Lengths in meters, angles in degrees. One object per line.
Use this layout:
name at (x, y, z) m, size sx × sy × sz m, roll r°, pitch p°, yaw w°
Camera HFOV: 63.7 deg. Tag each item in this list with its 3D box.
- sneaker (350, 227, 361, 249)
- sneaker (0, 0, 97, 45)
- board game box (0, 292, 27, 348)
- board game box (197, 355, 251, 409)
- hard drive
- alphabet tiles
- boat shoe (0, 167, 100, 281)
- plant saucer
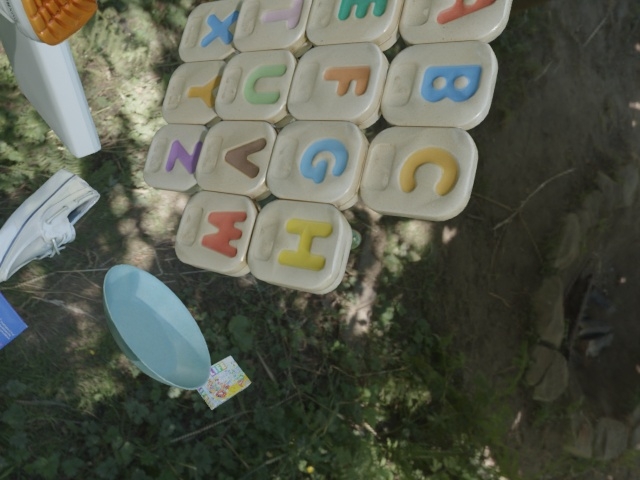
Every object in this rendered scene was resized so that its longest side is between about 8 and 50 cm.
sneaker at (0.000, 0.000, 1.256) m, size 0.086 × 0.192 × 0.064 m, roll -48°, pitch 142°, yaw -73°
sneaker at (-0.175, -0.200, 0.202) m, size 0.121 × 0.262 × 0.099 m, roll 23°, pitch 61°, yaw 0°
board game box at (-0.667, 0.159, 0.886) m, size 0.078 × 0.347 × 0.233 m, roll 41°, pitch 60°, yaw 4°
board game box at (-0.282, 0.403, 1.471) m, size 0.103 × 0.026 × 0.154 m, roll 48°, pitch 30°, yaw 14°
hard drive at (-0.396, -0.311, 0.672) m, size 0.047 × 0.233 × 0.353 m, roll -30°, pitch 147°, yaw -28°
alphabet tiles at (-0.018, -0.110, 0.372) m, size 0.021 × 0.278 × 0.284 m, roll 26°, pitch 76°, yaw -58°
boat shoe at (-0.430, -0.020, 0.810) m, size 0.084 × 0.095 × 0.258 m, roll 31°, pitch 41°, yaw -16°
plant saucer at (-0.222, 0.120, 0.677) m, size 0.037 × 0.195 × 0.195 m, roll -37°, pitch 121°, yaw 6°
